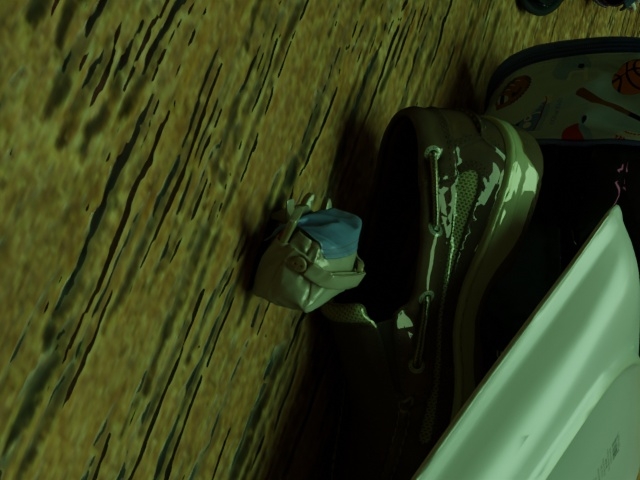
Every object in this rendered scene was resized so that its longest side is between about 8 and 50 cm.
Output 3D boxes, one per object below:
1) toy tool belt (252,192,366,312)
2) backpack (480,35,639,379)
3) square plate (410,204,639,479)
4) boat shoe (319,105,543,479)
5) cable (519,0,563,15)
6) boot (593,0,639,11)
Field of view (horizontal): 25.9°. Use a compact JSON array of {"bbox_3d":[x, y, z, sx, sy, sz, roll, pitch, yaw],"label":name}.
[{"bbox_3d":[0.000,0.000,0.685,0.083,0.052,0.051,-33,135,-62],"label":"toy tool belt"},{"bbox_3d":[0.221,-0.021,0.956,0.263,0.277,0.213,56,40,-48],"label":"backpack"},{"bbox_3d":[0.101,0.196,0.814,0.344,0.049,0.347,-52,154,-17],"label":"square plate"},{"bbox_3d":[0.036,0.048,0.769,0.095,0.095,0.257,16,89,-32],"label":"boat shoe"},{"bbox_3d":[0.195,-0.252,1.033,0.150,0.047,0.184,-51,169,-24],"label":"cable"},{"bbox_3d":[0.280,-0.243,1.273,0.190,0.069,0.086,29,77,-57],"label":"boot"}]
